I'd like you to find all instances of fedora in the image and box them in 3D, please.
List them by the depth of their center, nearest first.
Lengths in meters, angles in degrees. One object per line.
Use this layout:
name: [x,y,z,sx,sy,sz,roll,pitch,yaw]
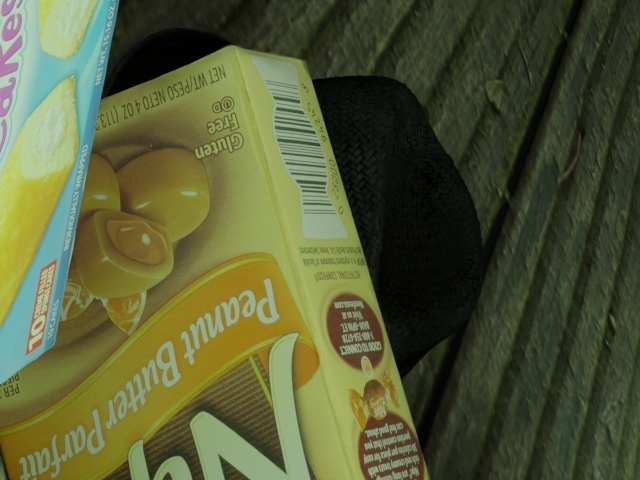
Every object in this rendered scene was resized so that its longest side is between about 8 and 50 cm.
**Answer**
fedora: [0.000,0.000,1.112,0.334,0.153,0.334,46,34,-43]

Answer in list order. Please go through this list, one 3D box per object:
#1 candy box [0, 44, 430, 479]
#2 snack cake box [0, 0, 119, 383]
candy box: [-0.057,0.086,0.887,0.087,0.183,0.316,1,71,-64]
snack cake box: [-0.156,-0.061,0.739,0.152,0.089,0.264,-44,151,-65]
